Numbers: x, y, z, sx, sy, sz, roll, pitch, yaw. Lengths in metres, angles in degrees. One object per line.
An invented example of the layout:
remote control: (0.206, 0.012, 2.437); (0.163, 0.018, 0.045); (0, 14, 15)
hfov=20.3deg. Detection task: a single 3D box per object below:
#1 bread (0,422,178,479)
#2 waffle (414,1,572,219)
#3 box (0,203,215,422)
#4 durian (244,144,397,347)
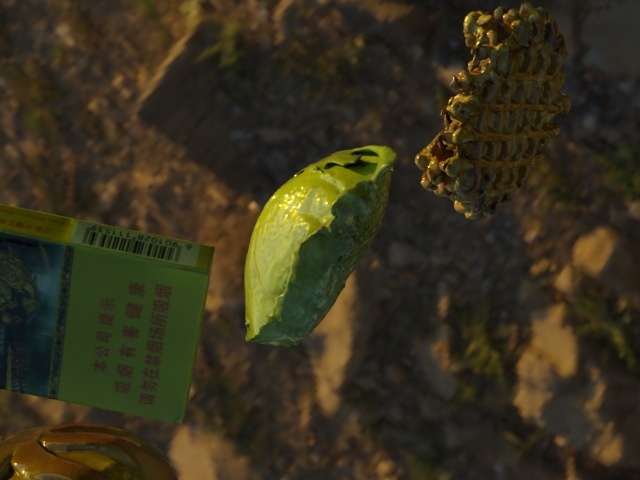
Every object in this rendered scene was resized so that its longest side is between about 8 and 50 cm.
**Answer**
bread: (-0.304, 0.275, 1.778); (0.333, 0.333, 0.160); (-12, 97, 41)
waffle: (0.156, -0.120, 1.608); (0.070, 0.193, 0.197); (23, 163, 28)
box: (-0.271, 0.053, 1.579); (0.335, 0.047, 0.187); (12, 128, -1)
durian: (0.000, 0.000, 1.774); (0.101, 0.139, 0.250); (22, 108, -35)
